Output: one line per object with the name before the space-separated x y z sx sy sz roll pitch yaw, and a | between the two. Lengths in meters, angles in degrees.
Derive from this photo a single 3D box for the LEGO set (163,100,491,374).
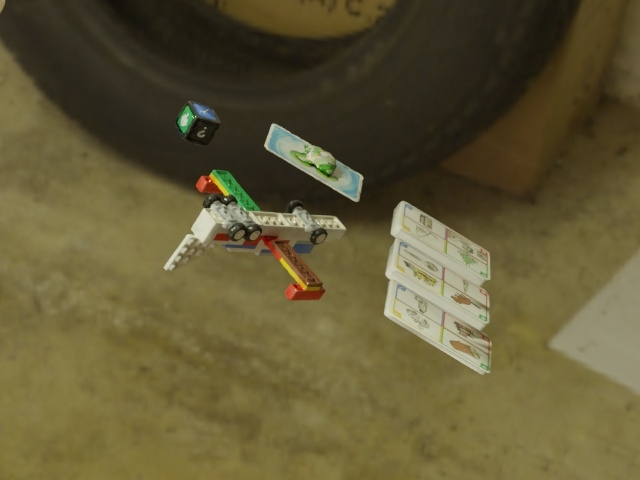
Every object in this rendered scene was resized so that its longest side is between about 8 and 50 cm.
LEGO set | 0.000 0.000 0.984 0.244 0.060 0.182 31 24 -8

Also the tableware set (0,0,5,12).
tableware set | -0.356 -0.304 1.471 0.141 0.020 0.168 32 56 -26
